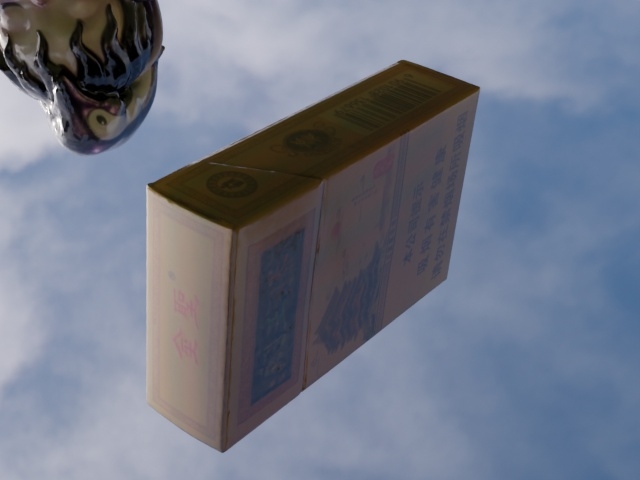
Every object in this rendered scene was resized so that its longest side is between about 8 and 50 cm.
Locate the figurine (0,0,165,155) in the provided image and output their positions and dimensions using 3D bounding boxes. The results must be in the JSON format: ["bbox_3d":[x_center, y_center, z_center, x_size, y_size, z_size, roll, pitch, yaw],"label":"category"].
[{"bbox_3d":[-0.190,-0.171,0.809,0.145,0.222,0.145,-10,-165,3],"label":"figurine"}]

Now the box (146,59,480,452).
[{"bbox_3d":[0.000,0.000,0.758,0.076,0.174,0.274,25,-143,29],"label":"box"}]
